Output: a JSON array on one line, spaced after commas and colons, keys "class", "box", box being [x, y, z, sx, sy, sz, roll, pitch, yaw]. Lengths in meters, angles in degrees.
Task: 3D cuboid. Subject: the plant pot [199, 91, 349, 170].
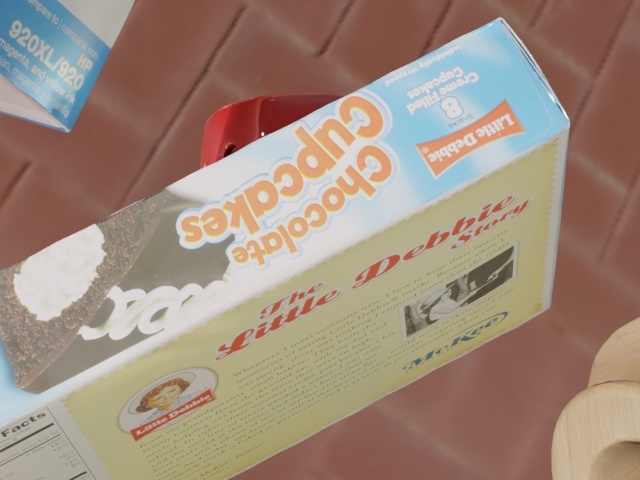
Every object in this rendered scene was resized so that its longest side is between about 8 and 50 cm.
[{"class": "plant pot", "box": [0.000, 0.000, 1.336, 0.191, 0.191, 0.174, 13, 73, -23]}]

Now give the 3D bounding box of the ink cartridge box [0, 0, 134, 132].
[{"class": "ink cartridge box", "box": [-0.184, -0.208, 0.952, 0.168, 0.171, 0.233, 41, 70, -54]}]

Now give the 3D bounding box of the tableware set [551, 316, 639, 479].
[{"class": "tableware set", "box": [0.101, 0.089, 0.311, 0.039, 0.128, 0.194, -26, 50, -25]}]

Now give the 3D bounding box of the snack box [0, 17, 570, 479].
[{"class": "snack box", "box": [-0.053, 0.045, 0.737, 0.322, 0.187, 0.060, -27, 68, -7]}]
